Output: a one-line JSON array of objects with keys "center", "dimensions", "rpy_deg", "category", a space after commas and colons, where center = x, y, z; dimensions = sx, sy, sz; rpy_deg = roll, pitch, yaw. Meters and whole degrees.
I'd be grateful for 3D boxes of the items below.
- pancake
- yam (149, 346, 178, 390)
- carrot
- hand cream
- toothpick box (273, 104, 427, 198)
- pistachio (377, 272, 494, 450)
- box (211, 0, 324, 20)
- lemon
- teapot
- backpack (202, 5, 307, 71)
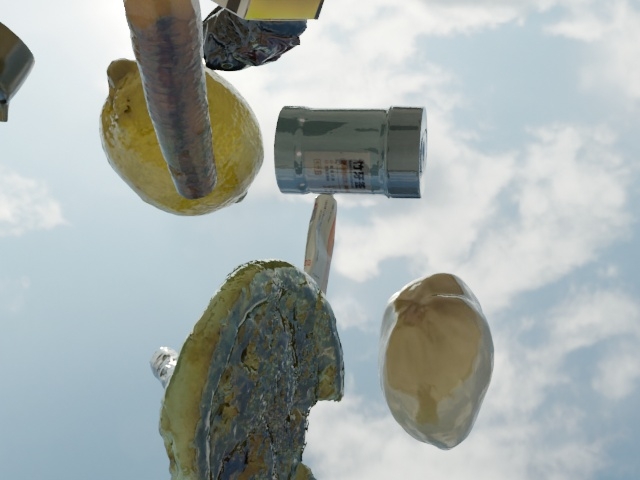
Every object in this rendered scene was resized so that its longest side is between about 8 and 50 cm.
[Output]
[{"center": [-0.044, 0.131, 0.675], "dimensions": [0.037, 0.253, 0.253], "rpy_deg": [1, -130, 28], "category": "pancake"}, {"center": [-0.243, 0.242, 1.394], "dimensions": [0.061, 0.061, 0.274], "rpy_deg": [-28, -164, -15], "category": "yam"}, {"center": [-0.083, -0.086, 0.485], "dimensions": [0.042, 0.170, 0.042], "rpy_deg": [-1, -128, 1], "category": "carrot"}, {"center": [0.002, 0.000, 1.266], "dimensions": [0.052, 0.038, 0.216], "rpy_deg": [20, -126, -16], "category": "hand cream"}, {"center": [0.036, -0.096, 0.884], "dimensions": [0.153, 0.101, 0.101], "rpy_deg": [2, -128, 12], "category": "toothpick box"}, {"center": [0.200, 0.214, 1.409], "dimensions": [0.226, 0.331, 0.208], "rpy_deg": [-19, -159, -39], "category": "pistachio"}, {"center": [-0.126, -0.283, 0.809], "dimensions": [0.247, 0.033, 0.129], "rpy_deg": [33, -151, 19], "category": "box"}, {"center": [-0.235, -0.175, 1.362], "dimensions": [0.245, 0.320, 0.245], "rpy_deg": [-34, -151, 22], "category": "lemon"}, {"center": [-0.656, -0.323, 1.498], "dimensions": [0.186, 0.267, 0.175], "rpy_deg": [12, -115, 37], "category": "teapot"}, {"center": [-0.105, -0.301, 1.189], "dimensions": [0.120, 0.165, 0.105], "rpy_deg": [-12, -102, -45], "category": "backpack"}]
